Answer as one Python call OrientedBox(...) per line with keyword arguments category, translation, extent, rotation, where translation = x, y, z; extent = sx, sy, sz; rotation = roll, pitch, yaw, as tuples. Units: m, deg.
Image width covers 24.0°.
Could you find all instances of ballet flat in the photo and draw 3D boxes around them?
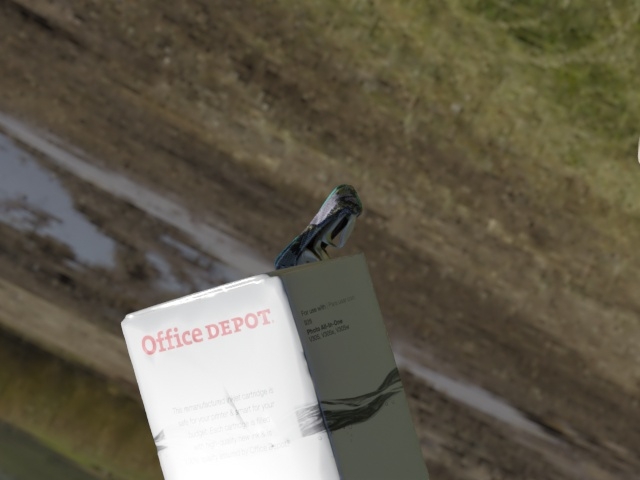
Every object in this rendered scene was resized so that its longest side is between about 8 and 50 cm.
OrientedBox(category="ballet flat", translation=(0.000, 0.000, 1.368), extent=(0.041, 0.114, 0.041), rotation=(30, -151, -19))

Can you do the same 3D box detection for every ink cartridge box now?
OrientedBox(category="ink cartridge box", translation=(-0.030, 0.173, 1.303), extent=(0.211, 0.289, 0.121), rotation=(-16, 179, 41))

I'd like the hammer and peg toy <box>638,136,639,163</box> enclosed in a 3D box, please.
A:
OrientedBox(category="hammer and peg toy", translation=(0.384, -0.094, 1.131), extent=(0.266, 0.127, 0.361), rotation=(11, 127, 5))
